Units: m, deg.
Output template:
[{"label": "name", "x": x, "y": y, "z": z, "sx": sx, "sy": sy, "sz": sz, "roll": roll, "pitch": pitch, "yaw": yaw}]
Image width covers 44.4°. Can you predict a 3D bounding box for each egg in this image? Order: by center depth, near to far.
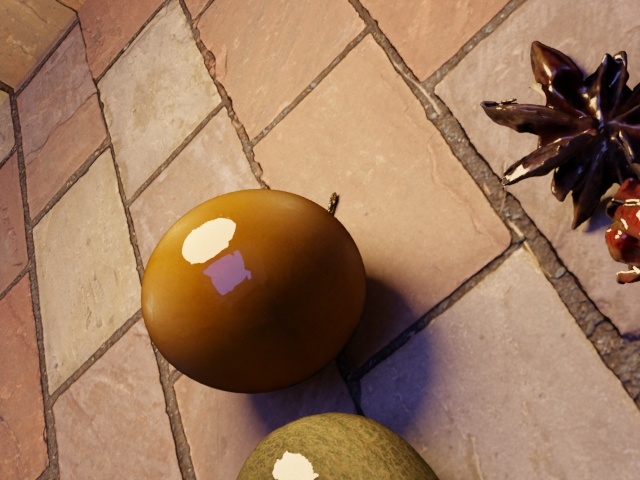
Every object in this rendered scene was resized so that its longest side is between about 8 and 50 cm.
[{"label": "egg", "x": -0.099, "y": 0.071, "z": 1.100, "sx": 0.351, "sy": 0.283, "sz": 0.282, "roll": -12, "pitch": 61, "yaw": 46}]

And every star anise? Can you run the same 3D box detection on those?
[{"label": "star anise", "x": 0.323, "y": -0.122, "z": 0.903, "sx": 0.283, "sy": 0.129, "sz": 0.212, "roll": 9, "pitch": 85, "yaw": 10}]

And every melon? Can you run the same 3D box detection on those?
[{"label": "melon", "x": 0.033, "y": 0.336, "z": 0.867, "sx": 0.248, "sy": 0.249, "sz": 0.329, "roll": -56, "pitch": 36, "yaw": 6}]

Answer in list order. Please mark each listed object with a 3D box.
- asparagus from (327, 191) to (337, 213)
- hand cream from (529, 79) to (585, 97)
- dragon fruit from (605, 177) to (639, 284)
[{"label": "asparagus", "x": 0.000, "y": 0.000, "z": 1.240, "sx": 0.016, "sy": 0.013, "sz": 0.166, "roll": 11, "pitch": 78, "yaw": 35}, {"label": "hand cream", "x": 0.325, "y": -0.189, "z": 1.022, "sx": 0.061, "sy": 0.039, "sz": 0.143, "roll": -52, "pitch": 35, "yaw": 24}, {"label": "dragon fruit", "x": 0.408, "y": 0.000, "z": 0.689, "sx": 0.299, "sy": 0.244, "sz": 0.244, "roll": 20, "pitch": 83, "yaw": 33}]
